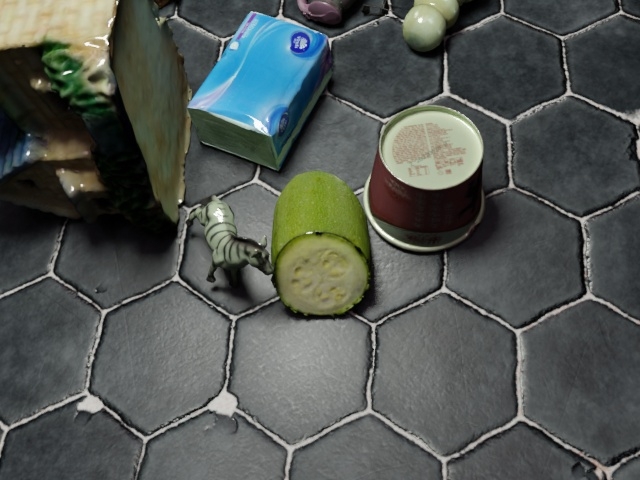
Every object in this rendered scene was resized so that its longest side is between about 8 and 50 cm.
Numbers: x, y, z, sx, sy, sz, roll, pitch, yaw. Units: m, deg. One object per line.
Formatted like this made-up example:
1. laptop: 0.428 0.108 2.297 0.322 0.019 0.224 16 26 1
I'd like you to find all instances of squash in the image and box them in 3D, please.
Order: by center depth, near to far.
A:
1. squash: 0.000 0.000 1.279 0.189 0.189 0.260 -8 27 2

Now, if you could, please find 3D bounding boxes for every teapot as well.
1. teapot: 0.015 -0.558 1.515 0.148 0.116 0.146 18 76 10

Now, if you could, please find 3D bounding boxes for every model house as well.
1. model house: -0.479 -0.255 1.228 0.400 0.445 0.395 0 65 4

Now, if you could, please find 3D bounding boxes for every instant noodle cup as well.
1. instant noodle cup: 0.193 -0.121 1.230 0.234 0.178 0.235 -1 61 3

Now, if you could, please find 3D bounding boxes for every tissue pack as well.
1. tissue pack: -0.117 -0.307 1.378 0.198 0.146 0.263 22 67 15

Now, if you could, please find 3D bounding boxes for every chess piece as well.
1. chess piece: 0.257 -0.514 1.462 0.133 0.133 0.243 28 74 19

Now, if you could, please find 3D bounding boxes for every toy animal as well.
1. toy animal: -0.165 -0.004 1.208 0.073 0.176 0.217 -9 59 -33

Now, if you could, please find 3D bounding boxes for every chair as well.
1. chair: 0.138 -0.526 1.524 0.086 0.037 0.042 10 76 6

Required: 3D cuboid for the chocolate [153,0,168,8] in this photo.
1. chocolate: -0.407 -0.585 1.561 0.133 0.124 0.127 -22 28 -33
